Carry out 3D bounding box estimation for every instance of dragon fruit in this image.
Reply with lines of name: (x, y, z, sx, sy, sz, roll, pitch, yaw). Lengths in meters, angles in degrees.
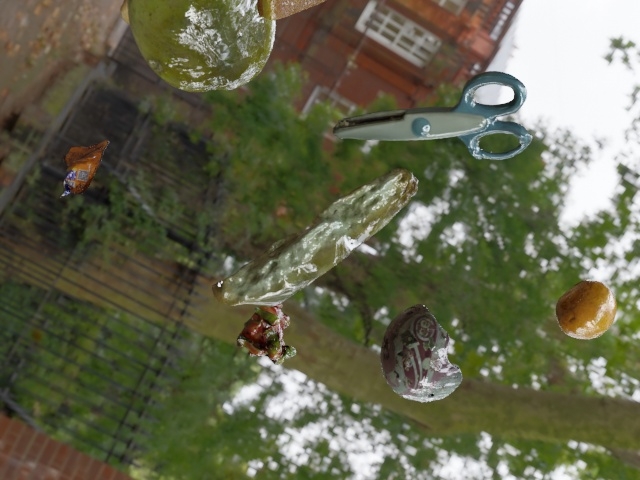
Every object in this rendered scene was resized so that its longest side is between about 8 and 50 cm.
dragon fruit: (-0.116, 0.193, 2.043, 0.142, 0.175, 0.138, -18, 142, -35)

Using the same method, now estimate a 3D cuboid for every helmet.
helmet: (0.164, 0.216, 1.828, 0.107, 0.177, 0.153, -19, 176, -26)

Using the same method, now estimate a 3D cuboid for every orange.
orange: (0.352, 0.093, 1.323, 0.083, 0.070, 0.083, -41, -179, 1)

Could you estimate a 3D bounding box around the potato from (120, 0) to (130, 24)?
potato: (-0.289, -0.376, 1.623, 0.083, 0.068, 0.062, -30, -150, 35)

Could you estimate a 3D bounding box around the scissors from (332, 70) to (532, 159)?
scissors: (0.157, -0.172, 1.454, 0.041, 0.289, 0.138, -71, 153, -54)

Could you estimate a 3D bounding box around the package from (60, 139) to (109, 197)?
package: (-0.381, -0.116, 1.590, 0.077, 0.033, 0.110, -17, -129, 36)

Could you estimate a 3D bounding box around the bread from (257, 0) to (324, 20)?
bread: (-0.033, -0.306, 1.129, 0.090, 0.035, 0.094, -30, 137, -32)

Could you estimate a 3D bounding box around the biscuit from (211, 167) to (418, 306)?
biscuit: (0.000, 0.000, 1.485, 0.335, 0.078, 0.329, -32, -178, 24)

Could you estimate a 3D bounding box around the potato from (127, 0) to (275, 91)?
potato: (-0.152, -0.295, 1.320, 0.197, 0.148, 0.228, -26, 145, -28)
